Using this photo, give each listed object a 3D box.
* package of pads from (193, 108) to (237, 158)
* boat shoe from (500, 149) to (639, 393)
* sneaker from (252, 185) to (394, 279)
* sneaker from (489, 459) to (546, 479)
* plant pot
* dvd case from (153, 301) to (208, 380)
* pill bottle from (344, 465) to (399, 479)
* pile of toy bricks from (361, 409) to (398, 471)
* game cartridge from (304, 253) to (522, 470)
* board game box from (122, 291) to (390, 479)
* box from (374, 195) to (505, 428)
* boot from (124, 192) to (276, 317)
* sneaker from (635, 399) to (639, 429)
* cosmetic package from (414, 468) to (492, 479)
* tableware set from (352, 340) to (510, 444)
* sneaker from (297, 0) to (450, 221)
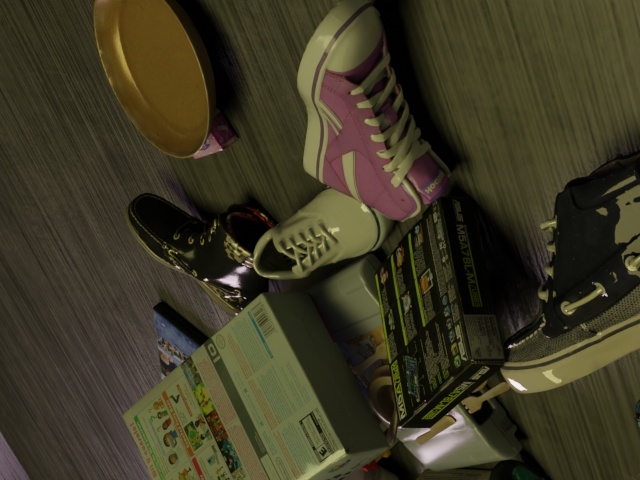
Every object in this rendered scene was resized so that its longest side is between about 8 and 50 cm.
[{"bbox_3d":[-0.144,-0.134,1.614,0.050,0.032,0.083,57,151,-13],"label":"package of pads"},{"bbox_3d":[0.249,0.024,1.170,0.158,0.127,0.340,57,144,1],"label":"boat shoe"},{"bbox_3d":[0.000,0.000,1.506,0.094,0.091,0.258,51,152,-2],"label":"sneaker"},{"bbox_3d":[0.260,0.363,1.587,0.224,0.083,0.098,55,156,-12],"label":"sneaker"},{"bbox_3d":[-0.196,-0.215,1.559,0.236,0.032,0.236,36,142,35],"label":"plant pot"},{"bbox_3d":[-0.202,0.228,2.145,0.180,0.022,0.253,36,149,23],"label":"dvd case"},{"bbox_3d":[-0.040,0.330,1.817,0.278,0.162,0.162,28,153,-8],"label":"pill bottle"},{"bbox_3d":[0.010,0.220,1.743,0.118,0.105,0.212,14,135,48],"label":"pile of toy bricks"},{"bbox_3d":[0.103,0.160,1.595,0.297,0.062,0.198,52,148,-4],"label":"game cartridge"},{"bbox_3d":[-0.089,0.236,1.610,0.303,0.097,0.224,-40,67,31],"label":"board game box"},{"bbox_3d":[0.120,0.078,1.354,0.184,0.045,0.191,122,145,-56],"label":"box"},{"bbox_3d":[-0.149,-0.012,1.717,0.236,0.085,0.178,40,149,5],"label":"boot"},{"bbox_3d":[0.337,0.174,1.266,0.073,0.063,0.162,30,146,38],"label":"sneaker"},{"bbox_3d":[0.109,0.430,1.637,0.113,0.309,0.160,55,152,-11],"label":"cosmetic package"},{"bbox_3d":[0.117,0.166,1.489,0.128,0.039,0.194,48,137,0],"label":"tableware set"},{"bbox_3d":[0.068,-0.119,1.273,0.161,0.102,0.282,35,159,19],"label":"sneaker"}]
